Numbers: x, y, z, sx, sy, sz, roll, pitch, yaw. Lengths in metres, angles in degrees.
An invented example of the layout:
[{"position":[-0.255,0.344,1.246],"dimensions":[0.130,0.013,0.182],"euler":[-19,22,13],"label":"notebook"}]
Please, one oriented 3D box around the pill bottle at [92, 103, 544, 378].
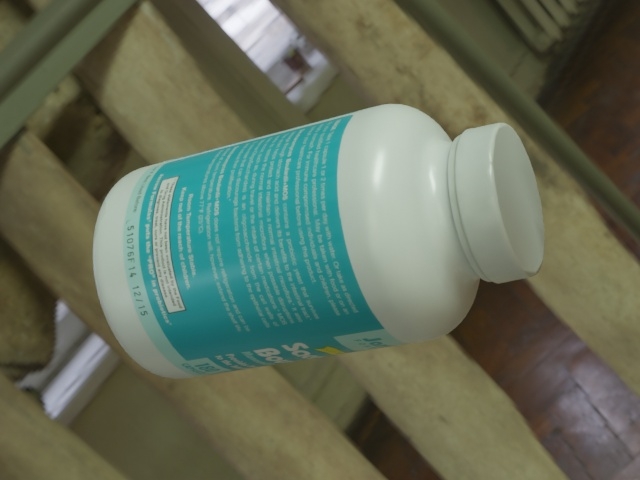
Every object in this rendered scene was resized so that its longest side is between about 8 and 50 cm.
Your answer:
[{"position":[0.000,0.000,0.725],"dimensions":[0.264,0.146,0.146],"euler":[-12,31,27],"label":"pill bottle"}]
